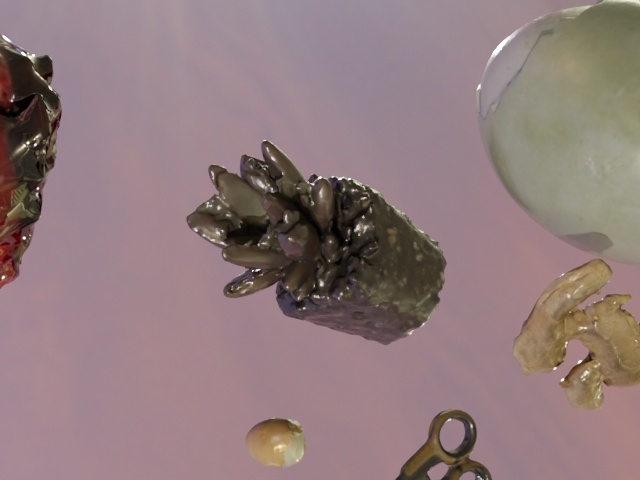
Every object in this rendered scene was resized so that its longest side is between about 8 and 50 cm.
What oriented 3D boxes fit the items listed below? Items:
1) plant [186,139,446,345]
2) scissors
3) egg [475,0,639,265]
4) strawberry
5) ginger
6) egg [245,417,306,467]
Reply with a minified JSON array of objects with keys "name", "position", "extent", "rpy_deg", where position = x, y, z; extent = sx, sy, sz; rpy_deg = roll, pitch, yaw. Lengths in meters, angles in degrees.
[{"name":"plant","position":[0.000,0.000,2.326],"extent":[0.320,0.181,0.194],"rpy_deg":[29,-128,-34]},{"name":"scissors","position":[0.047,0.204,1.432],"extent":[0.220,0.017,0.088],"rpy_deg":[-21,-80,-34]},{"name":"egg","position":[0.320,-0.128,2.020],"extent":[0.336,0.278,0.278],"rpy_deg":[32,-178,28]},{"name":"strawberry","position":[-0.401,-0.072,1.676],"extent":[0.309,0.292,0.292],"rpy_deg":[11,-153,-8]},{"name":"ginger","position":[0.305,0.132,1.923],"extent":[0.258,0.149,0.065],"rpy_deg":[42,-150,-25]},{"name":"egg","position":[-0.063,0.281,2.552],"extent":[0.071,0.083,0.071],"rpy_deg":[-3,-90,-83]}]
